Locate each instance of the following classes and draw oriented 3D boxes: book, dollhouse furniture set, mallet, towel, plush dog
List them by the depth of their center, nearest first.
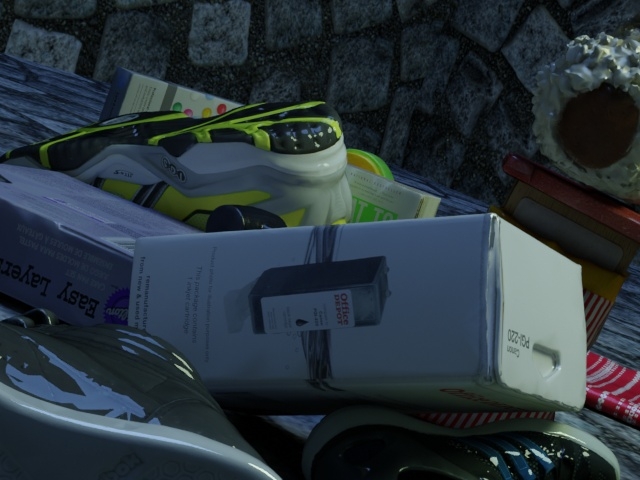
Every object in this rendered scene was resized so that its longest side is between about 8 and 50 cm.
[{"bbox_3d":[0.279,-0.114,0.990,0.262,0.225,0.210,24,7,-3],"label":"plush dog"},{"bbox_3d":[0.244,0.106,0.996,0.374,0.201,0.152,26,7,5],"label":"dollhouse furniture set"},{"bbox_3d":[0.000,0.000,1.067,0.190,0.039,0.062,6,-3,43],"label":"mallet"},{"bbox_3d":[0.032,0.015,1.287,0.096,0.144,0.035,23,8,31],"label":"book"},{"bbox_3d":[0.327,0.158,1.447,0.275,0.031,0.199,22,8,22],"label":"towel"}]

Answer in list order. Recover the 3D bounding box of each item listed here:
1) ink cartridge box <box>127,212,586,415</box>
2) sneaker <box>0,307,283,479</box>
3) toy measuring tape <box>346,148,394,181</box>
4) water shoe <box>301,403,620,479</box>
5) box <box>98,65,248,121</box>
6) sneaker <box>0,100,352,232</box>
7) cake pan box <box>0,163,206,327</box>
[{"bbox_3d":[0.023,0.048,0.849,0.218,0.092,0.158,-2,-12,26],"label":"ink cartridge box"},{"bbox_3d":[-0.158,0.065,0.610,0.296,0.104,0.147,23,4,-17],"label":"sneaker"},{"bbox_3d":[0.101,-0.050,2.103,0.330,0.121,0.121,22,7,19],"label":"toy measuring tape"},{"bbox_3d":[0.086,0.143,0.827,0.203,0.073,0.080,8,29,-26],"label":"water shoe"},{"bbox_3d":[-0.156,-0.093,1.622,0.186,0.145,0.038,14,11,-41],"label":"box"},{"bbox_3d":[-0.140,-0.032,1.317,0.385,0.147,0.145,3,21,41],"label":"sneaker"},{"bbox_3d":[-0.161,0.010,1.122,0.267,0.070,0.246,22,8,19],"label":"cake pan box"}]
